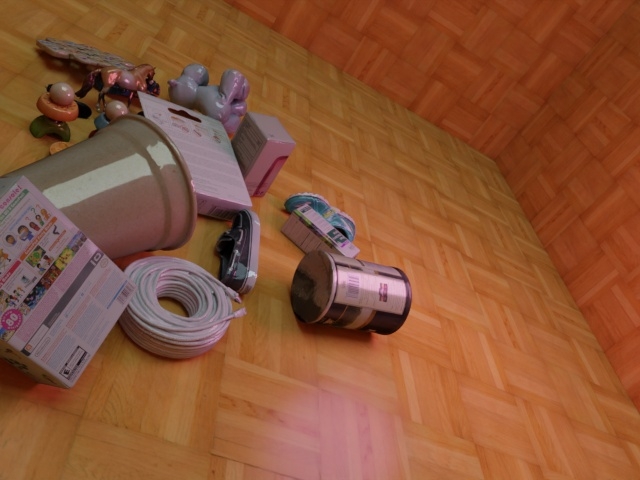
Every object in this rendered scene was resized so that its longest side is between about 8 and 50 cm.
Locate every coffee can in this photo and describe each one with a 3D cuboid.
[{"bbox_3d":[0.085,0.147,1.537,0.275,0.201,0.201,14,37,-32],"label":"coffee can"}]

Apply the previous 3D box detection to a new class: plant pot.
[{"bbox_3d":[-0.492,-0.075,1.184,0.334,0.333,0.305,44,42,12],"label":"plant pot"}]

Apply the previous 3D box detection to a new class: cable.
[{"bbox_3d":[-0.327,0.144,1.238,0.257,0.089,0.257,41,31,9],"label":"cable"}]

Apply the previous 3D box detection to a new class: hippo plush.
[{"bbox_3d":[-0.411,-0.493,1.963,0.237,0.234,0.294,22,72,9],"label":"hippo plush"}]

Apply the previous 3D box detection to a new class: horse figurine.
[{"bbox_3d":[-0.619,-0.474,1.704,0.066,0.174,0.263,16,14,38],"label":"horse figurine"}]

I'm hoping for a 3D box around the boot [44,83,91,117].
[{"bbox_3d":[-0.742,-0.411,1.619,0.121,0.045,0.099,7,35,-42],"label":"boot"}]

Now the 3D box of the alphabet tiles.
[{"bbox_3d":[-0.767,-0.608,1.815,0.278,0.021,0.284,34,25,33],"label":"alphabet tiles"}]

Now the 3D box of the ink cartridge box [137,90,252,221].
[{"bbox_3d":[-0.392,-0.247,1.639,0.308,0.091,0.385,13,43,-44],"label":"ink cartridge box"}]

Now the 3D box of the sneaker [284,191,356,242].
[{"bbox_3d":[0.004,-0.073,1.861,0.275,0.107,0.110,26,42,-17],"label":"sneaker"}]

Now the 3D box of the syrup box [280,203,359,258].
[{"bbox_3d":[0.000,0.000,1.756,0.237,0.096,0.093,41,30,9],"label":"syrup box"}]

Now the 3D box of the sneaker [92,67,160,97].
[{"bbox_3d":[-0.646,-0.509,1.826,0.221,0.083,0.087,13,2,-20],"label":"sneaker"}]

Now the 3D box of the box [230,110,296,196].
[{"bbox_3d":[-0.209,-0.274,1.782,0.127,0.232,0.148,-1,47,-46],"label":"box"}]

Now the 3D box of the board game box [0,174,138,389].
[{"bbox_3d":[-0.488,0.076,0.934,0.303,0.098,0.224,60,42,-39],"label":"board game box"}]

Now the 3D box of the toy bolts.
[{"bbox_3d":[-0.622,-0.304,1.476,0.229,0.158,0.218,-1,47,-46],"label":"toy bolts"}]

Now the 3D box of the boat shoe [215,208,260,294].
[{"bbox_3d":[-0.233,0.013,1.502,0.102,0.108,0.301,22,40,-26],"label":"boat shoe"}]

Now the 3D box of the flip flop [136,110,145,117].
[{"bbox_3d":[-0.493,-0.273,1.657,0.112,0.080,0.277,-7,67,-45],"label":"flip flop"}]
